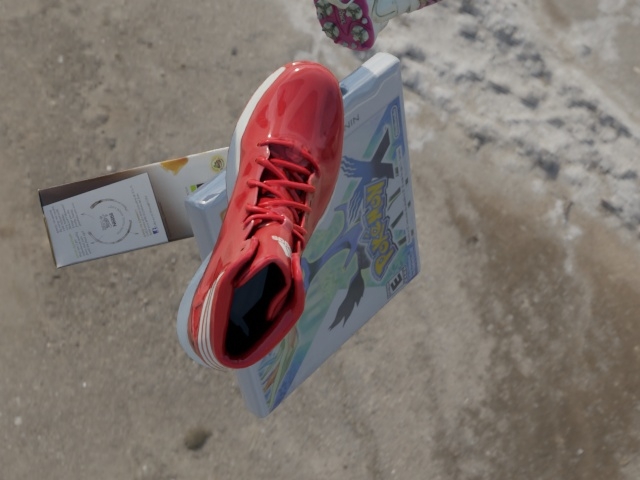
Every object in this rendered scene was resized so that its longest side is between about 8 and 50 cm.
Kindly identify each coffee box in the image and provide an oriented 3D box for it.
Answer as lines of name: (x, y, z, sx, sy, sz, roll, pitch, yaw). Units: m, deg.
coffee box: (-0.205, -0.043, 1.247, 0.246, 0.141, 0.098, -13, 93, -5)

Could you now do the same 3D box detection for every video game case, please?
video game case: (0.000, 0.000, 1.137, 0.036, 0.329, 0.300, 28, 54, 34)

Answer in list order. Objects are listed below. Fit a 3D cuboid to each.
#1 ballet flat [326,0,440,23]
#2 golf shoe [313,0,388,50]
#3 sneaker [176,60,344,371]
ballet flat: (0.050, -0.302, 1.184, 0.221, 0.077, 0.079, 17, 77, -5)
golf shoe: (0.050, -0.410, 1.359, 0.115, 0.306, 0.140, 26, 55, 28)
sneaker: (-0.020, -0.016, 0.651, 0.087, 0.128, 0.221, 17, 86, -18)
